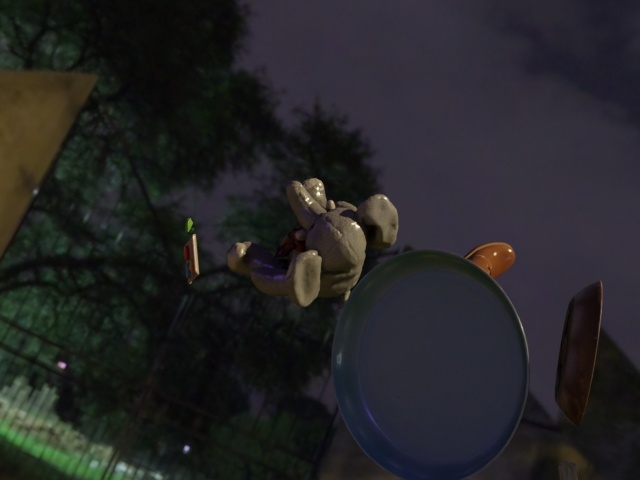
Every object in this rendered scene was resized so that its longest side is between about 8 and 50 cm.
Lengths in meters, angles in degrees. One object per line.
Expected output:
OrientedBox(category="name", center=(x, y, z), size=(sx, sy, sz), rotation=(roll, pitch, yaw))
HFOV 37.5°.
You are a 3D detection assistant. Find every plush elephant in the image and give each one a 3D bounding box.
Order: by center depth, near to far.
OrientedBox(category="plush elephant", center=(0.000, 0.000, 1.792), size=(0.330, 0.272, 0.255), rotation=(45, -24, 20))

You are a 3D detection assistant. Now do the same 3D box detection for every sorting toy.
OrientedBox(category="sorting toy", center=(-0.182, 0.014, 1.309), size=(0.012, 0.083, 0.062), rotation=(-2, -16, -18))

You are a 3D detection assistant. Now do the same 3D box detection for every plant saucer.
OrientedBox(category="plant saucer", center=(0.342, 0.148, 1.263), size=(0.036, 0.198, 0.198), rotation=(10, -22, 11))
OrientedBox(category="plant saucer", center=(0.150, 0.171, 1.291), size=(0.317, 0.317, 0.044), rotation=(6, -1, 41))

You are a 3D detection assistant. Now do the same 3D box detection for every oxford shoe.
OrientedBox(category="oxford shoe", center=(0.279, 0.062, 1.676), size=(0.076, 0.212, 0.076), rotation=(16, -57, 52))

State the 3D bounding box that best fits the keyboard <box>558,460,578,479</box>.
OrientedBox(category="keyboard", center=(0.377, 0.453, 1.373), size=(0.014, 0.256, 0.072), rotation=(-4, -10, -6))
